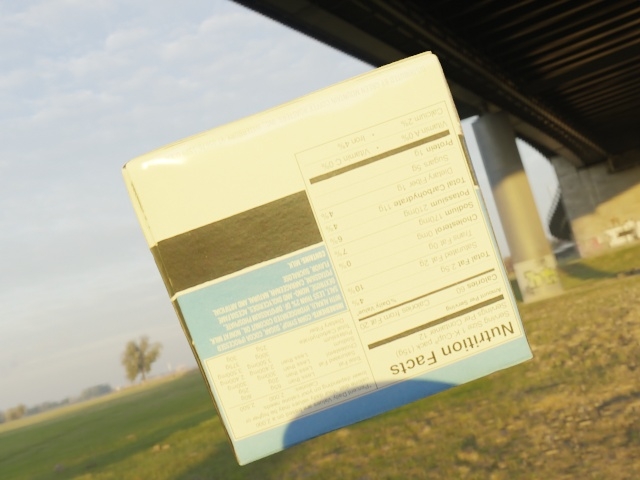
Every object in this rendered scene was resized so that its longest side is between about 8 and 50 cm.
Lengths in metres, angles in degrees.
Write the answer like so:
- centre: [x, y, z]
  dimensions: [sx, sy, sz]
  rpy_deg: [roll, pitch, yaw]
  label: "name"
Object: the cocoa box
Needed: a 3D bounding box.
- centre: [0.000, 0.000, 0.669]
  dimensions: [0.231, 0.228, 0.347]
  rpy_deg: [-20, 7, -1]
  label: "cocoa box"
